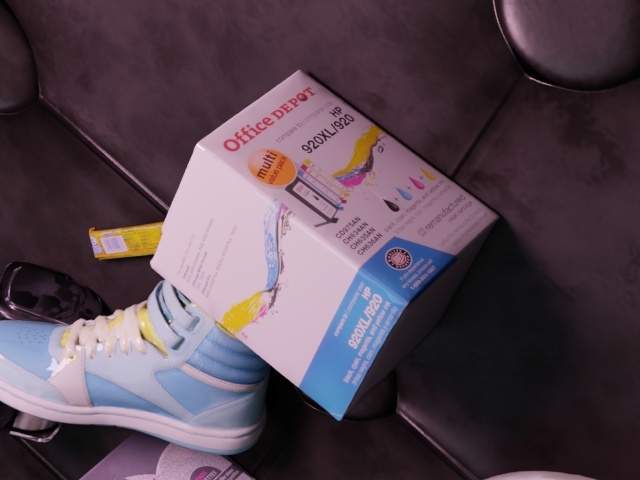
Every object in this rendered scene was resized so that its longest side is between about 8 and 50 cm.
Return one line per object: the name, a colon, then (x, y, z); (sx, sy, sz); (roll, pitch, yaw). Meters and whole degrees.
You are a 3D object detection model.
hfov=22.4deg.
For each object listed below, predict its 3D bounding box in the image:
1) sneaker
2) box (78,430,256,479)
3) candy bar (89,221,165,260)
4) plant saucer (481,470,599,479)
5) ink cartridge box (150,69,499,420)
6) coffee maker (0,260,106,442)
sneaker: (-0.191, 0.089, 1.646); (0.319, 0.127, 0.208); (12, 126, -9)
box: (-0.199, 0.327, 1.763); (0.163, 0.247, 0.142); (38, 135, 12)
candy bar: (-0.189, -0.001, 1.706); (0.161, 0.018, 0.040); (-6, 109, 41)
plant saucer: (0.280, 0.367, 1.514); (0.400, 0.100, 0.400); (20, 127, 28)
ink cartridge box: (0.000, 0.000, 1.448); (0.233, 0.171, 0.168); (37, 134, 13)
coffee maker: (-0.346, 0.124, 1.805); (0.120, 0.171, 0.178); (62, 139, 45)
